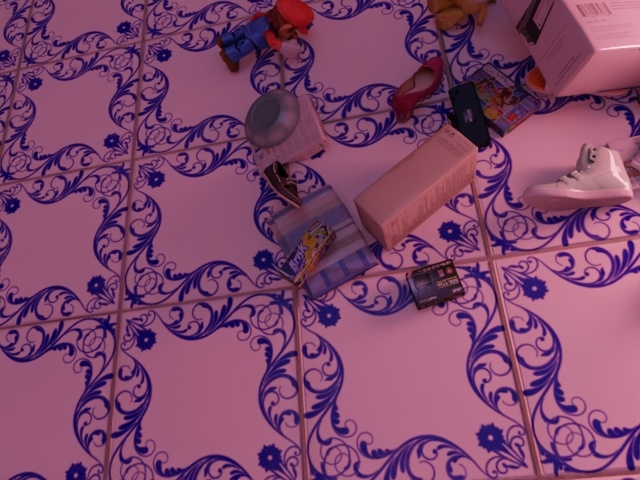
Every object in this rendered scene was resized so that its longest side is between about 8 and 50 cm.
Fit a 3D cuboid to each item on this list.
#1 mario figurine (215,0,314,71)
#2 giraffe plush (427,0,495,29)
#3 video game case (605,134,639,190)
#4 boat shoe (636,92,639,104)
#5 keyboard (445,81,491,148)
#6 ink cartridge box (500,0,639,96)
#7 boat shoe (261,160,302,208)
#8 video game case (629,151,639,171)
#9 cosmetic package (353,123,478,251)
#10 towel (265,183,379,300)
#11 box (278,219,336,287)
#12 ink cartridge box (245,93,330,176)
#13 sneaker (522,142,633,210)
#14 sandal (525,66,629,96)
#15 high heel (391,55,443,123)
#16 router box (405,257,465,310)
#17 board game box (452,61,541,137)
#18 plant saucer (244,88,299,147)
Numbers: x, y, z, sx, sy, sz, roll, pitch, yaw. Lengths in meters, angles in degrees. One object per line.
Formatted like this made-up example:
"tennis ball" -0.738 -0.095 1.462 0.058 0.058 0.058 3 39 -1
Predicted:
"mario figurine" -0.162 -0.652 1.696 0.321 0.170 0.198 -22 100 14
"giraffe plush" 0.442 -0.748 1.568 0.210 0.181 0.170 16 49 30
"video game case" 0.816 -0.200 1.307 0.157 0.019 0.143 -12 65 6
"boat shoe" 0.869 -0.404 1.374 0.137 0.049 0.043 -47 23 -7
"keyboard" 0.398 -0.334 1.449 0.100 0.038 0.192 -14 78 12
"ink cartridge box" 0.671 -0.582 1.345 0.286 0.166 0.395 -10 66 -16
"boat shoe" -0.098 -0.157 1.438 0.065 0.075 0.206 -48 42 7
"video game case" 0.891 -0.190 1.265 0.183 0.023 0.201 -44 67 -12
"cosmetic package" 0.245 -0.131 1.332 0.309 0.160 0.113 -38 63 -6
"towel" 0.000 0.000 1.399 0.209 0.034 0.285 -30 64 -1
"box" -0.032 0.034 1.342 0.059 0.054 0.169 31 76 21
"ink cartridge box" -0.099 -0.304 1.557 0.225 0.056 0.181 -29 62 20
"sneaker" 0.617 -0.159 1.293 0.256 0.094 0.151 -3 72 1
"sandal" 0.696 -0.450 1.413 0.265 0.076 0.102 8 69 17
"high heel" 0.276 -0.455 1.488 0.082 0.117 0.244 34 78 24
"router box" 0.279 0.107 1.285 0.122 0.038 0.092 -19 65 4
"board game box" 0.486 -0.394 1.459 0.136 0.035 0.201 -37 64 -4
"plant saucer" -0.155 -0.370 1.556 0.195 0.037 0.195 -9 71 27
